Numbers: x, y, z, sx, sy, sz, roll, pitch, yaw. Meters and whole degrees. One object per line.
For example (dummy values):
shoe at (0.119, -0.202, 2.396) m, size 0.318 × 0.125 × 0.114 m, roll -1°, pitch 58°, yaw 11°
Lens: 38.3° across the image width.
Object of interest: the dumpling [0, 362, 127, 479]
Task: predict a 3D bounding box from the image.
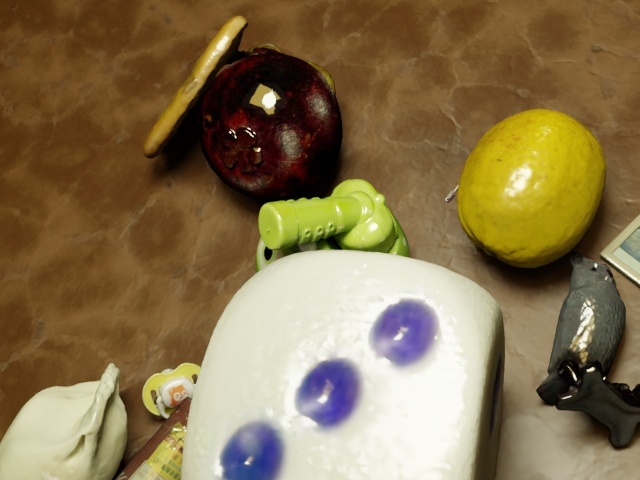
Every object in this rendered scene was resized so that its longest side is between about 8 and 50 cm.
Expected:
dumpling at (-0.308, 0.241, 1.100) m, size 0.252 × 0.131 × 0.179 m, roll -50°, pitch 16°, yaw 23°

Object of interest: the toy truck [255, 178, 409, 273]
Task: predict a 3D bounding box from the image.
toy truck at (0.016, 0.002, 1.109) m, size 0.187 × 0.210 × 0.148 m, roll -18°, pitch 58°, yaw -15°

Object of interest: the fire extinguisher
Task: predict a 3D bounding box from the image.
fire extinguisher at (-0.216, 0.303, 1.091) m, size 0.075 × 0.106 × 0.252 m, roll 42°, pitch 79°, yaw -10°

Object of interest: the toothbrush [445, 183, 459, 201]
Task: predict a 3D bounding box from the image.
toothbrush at (0.194, -0.088, 1.208) m, size 0.006 × 0.008 × 0.097 m, roll 36°, pitch 76°, yaw 14°

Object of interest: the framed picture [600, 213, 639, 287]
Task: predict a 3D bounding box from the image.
framed picture at (0.455, 0.028, 1.072) m, size 0.150 × 0.015 × 0.203 m, roll -42°, pitch 60°, yaw -8°

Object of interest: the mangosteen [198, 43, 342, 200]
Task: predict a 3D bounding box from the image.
mangosteen at (-0.061, -0.152, 1.212) m, size 0.210 × 0.210 × 0.209 m, roll -6°, pitch 62°, yaw 12°

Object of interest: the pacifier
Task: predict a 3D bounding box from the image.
pacifier at (-0.182, 0.185, 1.149) m, size 0.083 × 0.068 × 0.064 m, roll -20°, pitch 23°, yaw -16°

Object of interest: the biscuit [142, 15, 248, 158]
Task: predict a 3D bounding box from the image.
biscuit at (-0.168, -0.213, 1.257) m, size 0.041 × 0.260 × 0.203 m, roll 39°, pitch 45°, yaw -6°

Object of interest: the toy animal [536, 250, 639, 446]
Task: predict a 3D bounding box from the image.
toy animal at (0.301, 0.118, 1.045) m, size 0.117 × 0.121 × 0.210 m, roll -44°, pitch 26°, yaw 41°

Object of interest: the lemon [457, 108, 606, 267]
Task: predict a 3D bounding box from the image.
lemon at (0.248, -0.065, 1.088) m, size 0.170 × 0.170 × 0.207 m, roll 22°, pitch 69°, yaw 24°

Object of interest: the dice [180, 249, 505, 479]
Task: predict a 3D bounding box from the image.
dice at (0.035, 0.203, 0.926) m, size 0.277 × 0.304 × 0.304 m, roll 4°, pitch 64°, yaw 17°
